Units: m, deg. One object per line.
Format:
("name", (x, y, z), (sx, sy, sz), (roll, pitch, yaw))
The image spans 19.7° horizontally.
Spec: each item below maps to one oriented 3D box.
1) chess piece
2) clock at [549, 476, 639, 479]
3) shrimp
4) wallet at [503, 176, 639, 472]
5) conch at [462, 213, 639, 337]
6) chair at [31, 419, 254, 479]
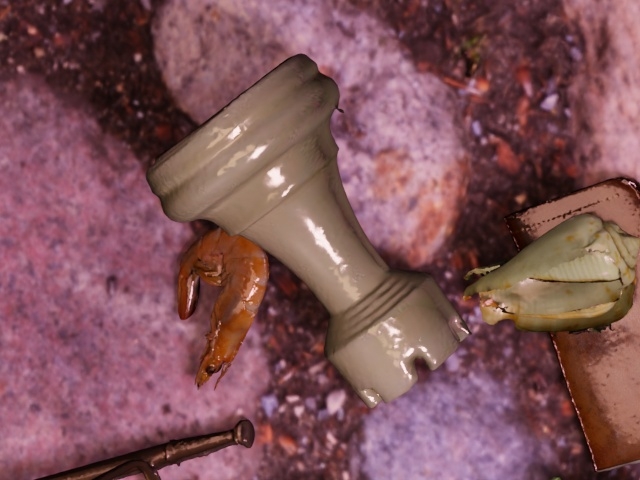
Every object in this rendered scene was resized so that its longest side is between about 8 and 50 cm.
("chess piece", (0.000, 0.000, 1.664), (0.194, 0.194, 0.299), (-36, 95, 17))
("clock", (0.273, 0.311, 1.653), (0.144, 0.103, 0.231), (-32, 86, 25))
("shrimp", (-0.106, 0.062, 1.762), (0.095, 0.045, 0.162), (25, 104, 12))
("wallet", (0.270, 0.075, 1.663), (0.137, 0.031, 0.255), (-19, 92, 17))
("conch", (0.210, 0.042, 1.624), (0.170, 0.079, 0.105), (-25, 81, 28))
("chair", (-0.301, 0.377, 1.706), (0.410, 0.365, 0.361), (-2, 96, 21))
